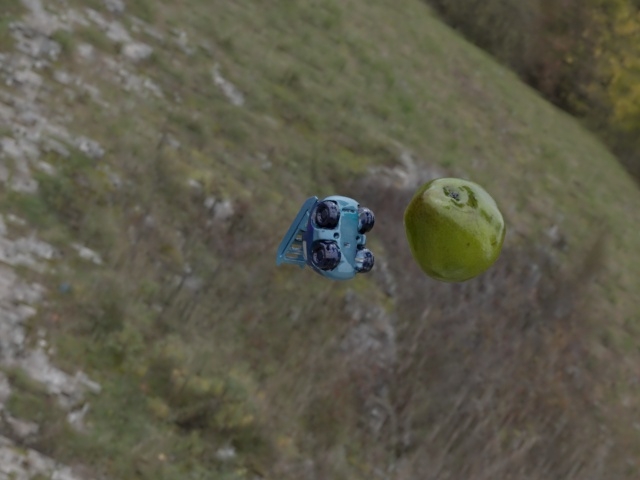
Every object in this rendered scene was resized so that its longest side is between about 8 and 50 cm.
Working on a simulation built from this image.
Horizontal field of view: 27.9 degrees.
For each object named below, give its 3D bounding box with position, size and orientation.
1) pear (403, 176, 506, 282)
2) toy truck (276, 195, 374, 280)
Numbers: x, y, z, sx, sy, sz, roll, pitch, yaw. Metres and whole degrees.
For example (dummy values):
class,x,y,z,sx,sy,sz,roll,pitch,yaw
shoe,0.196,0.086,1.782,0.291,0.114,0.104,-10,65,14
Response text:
class,x,y,z,sx,sy,sz,roll,pitch,yaw
pear,0.113,-0.011,1.086,0.092,0.092,0.097,40,-1,28
toy truck,0.000,0.000,1.118,0.056,0.073,0.090,9,-10,-37
